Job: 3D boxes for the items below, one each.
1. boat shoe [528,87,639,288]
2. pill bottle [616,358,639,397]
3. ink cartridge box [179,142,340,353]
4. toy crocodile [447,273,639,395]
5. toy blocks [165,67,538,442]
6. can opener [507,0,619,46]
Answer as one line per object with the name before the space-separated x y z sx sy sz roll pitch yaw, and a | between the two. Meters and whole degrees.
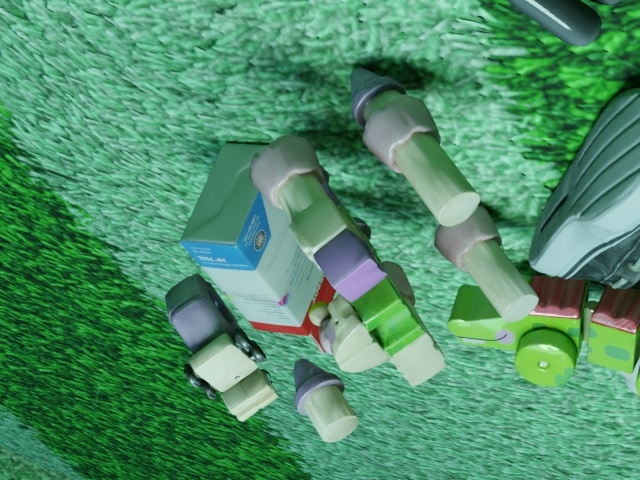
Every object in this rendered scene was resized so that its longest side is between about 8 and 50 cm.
boat shoe | 0.285 -0.040 1.202 0.119 0.121 0.335 15 165 -3
pill bottle | 0.382 0.155 1.520 0.116 0.065 0.065 34 151 -23
ink cartridge box | -0.049 0.013 1.506 0.078 0.134 0.231 4 148 31
toy crocodile | 0.301 0.089 1.410 0.340 0.115 0.105 10 132 20
toy blocks | 0.000 0.000 1.326 0.260 0.309 0.288 56 -177 34
can opener | 0.097 -0.247 1.008 0.283 0.076 0.095 32 -176 -20
